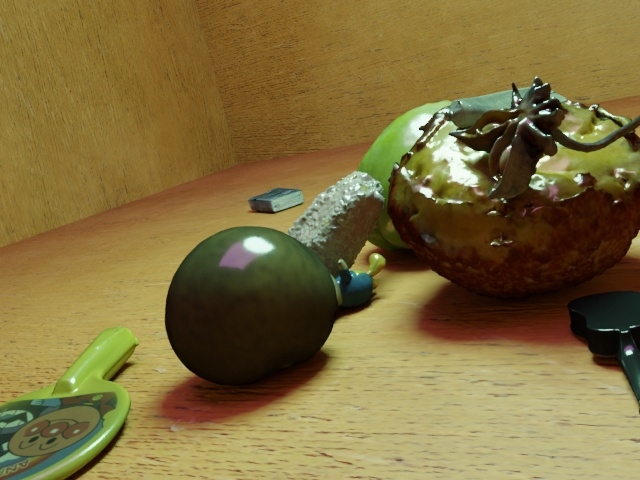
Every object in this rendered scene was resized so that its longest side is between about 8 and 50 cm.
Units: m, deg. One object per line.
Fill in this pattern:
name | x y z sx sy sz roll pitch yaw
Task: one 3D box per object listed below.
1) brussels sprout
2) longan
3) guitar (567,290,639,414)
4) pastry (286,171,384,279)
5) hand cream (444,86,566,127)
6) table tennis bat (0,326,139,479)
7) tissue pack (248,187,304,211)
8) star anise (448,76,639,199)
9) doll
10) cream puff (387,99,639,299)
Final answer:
brussels sprout | 0.200 -0.106 1.167 0.316 0.243 0.274 -35 -11 3
longan | -0.086 0.075 0.822 0.212 0.198 0.198 -12 13 0
guitar | 0.289 0.106 0.621 0.083 0.038 0.271 -11 13 16
pastry | 0.002 0.009 1.048 0.265 0.103 0.112 -46 33 12
hand cream | 0.234 -0.175 0.859 0.165 0.037 0.057 -14 38 -17
table tennis bat | -0.318 0.201 0.817 0.224 0.054 0.369 -10 17 13
tissue pack | -0.137 -0.122 2.027 0.112 0.051 0.156 -22 16 -29
star anise | 0.294 -0.125 0.792 0.227 0.219 0.148 18 -1 -26
doll | 0.013 0.069 0.976 0.179 0.102 0.089 -22 54 -36
cream puff | 0.257 -0.053 0.899 0.350 0.229 0.351 -5 42 4
